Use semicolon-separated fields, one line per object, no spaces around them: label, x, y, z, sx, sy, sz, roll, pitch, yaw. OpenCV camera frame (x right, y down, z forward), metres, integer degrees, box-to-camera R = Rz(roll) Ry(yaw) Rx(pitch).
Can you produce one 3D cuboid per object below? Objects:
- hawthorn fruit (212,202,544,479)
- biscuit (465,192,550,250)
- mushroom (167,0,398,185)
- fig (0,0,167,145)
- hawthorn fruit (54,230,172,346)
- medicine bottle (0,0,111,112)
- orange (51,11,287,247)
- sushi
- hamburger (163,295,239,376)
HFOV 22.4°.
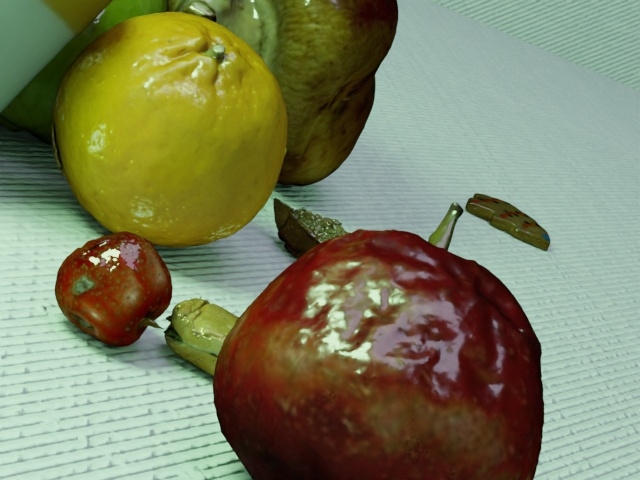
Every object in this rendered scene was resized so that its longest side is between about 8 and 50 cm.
hawthorn fruit;0.052;0.082;1.139;0.230;0.210;0.266;14;52;8
biscuit;0.252;-0.027;2.102;0.130;0.019;0.119;37;20;31
mushroom;-0.063;-0.230;1.762;0.260;0.345;0.345;-7;28;-17
fig;-0.251;-0.205;1.587;0.203;0.225;0.203;40;-3;2
hawthorn fruit;-0.155;0.040;1.235;0.093;0.093;0.093;23;17;-8
medicine bottle;-0.331;-0.218;1.369;0.238;0.232;0.238;44;-2;2
orange;-0.132;-0.101;1.457;0.219;0.219;0.193;19;-23;-20
sushi;0.000;0.000;1.610;0.052;0.055;0.120;-3;30;-46
hamburger;-0.083;0.080;1.275;0.083;0.044;0.076;27;19;13
